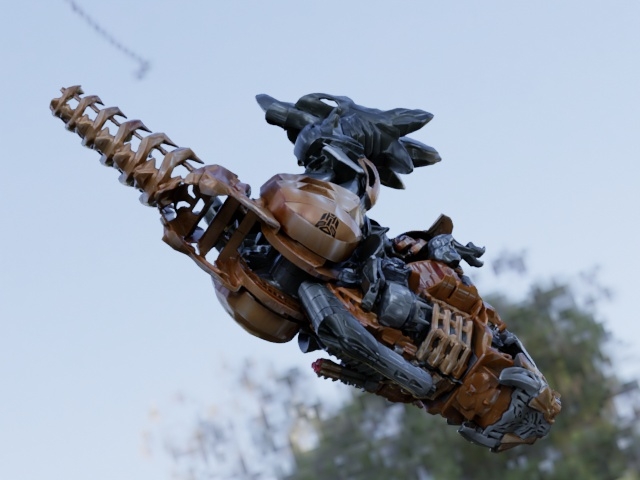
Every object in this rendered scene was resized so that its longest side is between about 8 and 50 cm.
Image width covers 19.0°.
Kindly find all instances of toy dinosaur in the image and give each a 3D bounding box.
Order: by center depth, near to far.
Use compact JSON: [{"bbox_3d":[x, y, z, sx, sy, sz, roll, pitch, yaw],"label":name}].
[{"bbox_3d":[0.000,0.000,1.118,0.164,0.322,0.218,-34,15,13],"label":"toy dinosaur"}]
